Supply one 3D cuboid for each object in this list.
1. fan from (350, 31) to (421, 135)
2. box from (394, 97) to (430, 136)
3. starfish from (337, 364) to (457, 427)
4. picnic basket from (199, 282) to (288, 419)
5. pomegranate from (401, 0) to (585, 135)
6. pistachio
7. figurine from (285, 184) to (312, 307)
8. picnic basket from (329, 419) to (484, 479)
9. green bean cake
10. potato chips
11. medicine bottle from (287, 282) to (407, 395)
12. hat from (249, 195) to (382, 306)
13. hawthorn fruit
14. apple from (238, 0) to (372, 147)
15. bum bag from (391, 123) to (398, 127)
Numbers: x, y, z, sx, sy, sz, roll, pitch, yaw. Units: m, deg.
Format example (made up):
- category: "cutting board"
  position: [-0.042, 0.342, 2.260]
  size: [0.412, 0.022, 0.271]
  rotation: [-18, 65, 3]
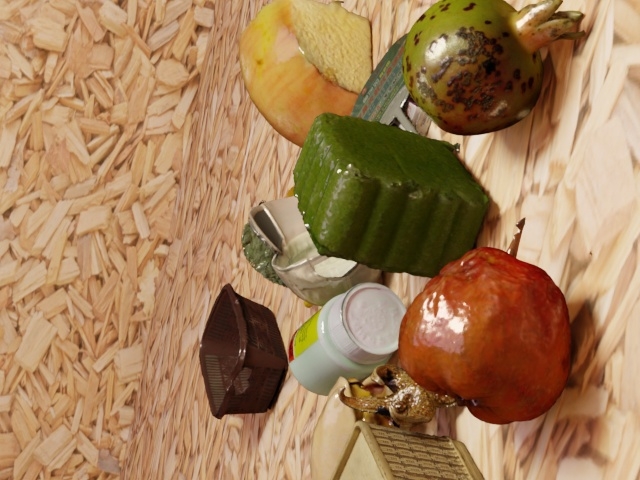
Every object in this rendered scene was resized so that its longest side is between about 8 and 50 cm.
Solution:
- category: "fan"
  position: [0.132, -0.264, 1.755]
  size: [0.294, 0.012, 0.223]
  rotation: [5, 72, 65]
- category: "box"
  position: [0.151, -0.216, 1.735]
  size: [0.117, 0.036, 0.051]
  rotation: [-129, 54, -65]
- category: "starfish"
  position: [0.122, 0.212, 1.414]
  size: [0.146, 0.189, 0.074]
  rotation: [-104, -5, -59]
- category: "picnic basket"
  position: [-0.166, 0.245, 2.225]
  size: [0.297, 0.129, 0.223]
  rotation: [-115, 42, -57]
- category: "pomegranate"
  position: [0.233, -0.240, 1.363]
  size: [0.198, 0.245, 0.198]
  rotation: [-12, -90, -80]
- category: "pistachio"
  position: [0.058, 0.305, 1.526]
  size: [0.157, 0.157, 0.230]
  rotation: [-120, 32, -61]
- category: "figurine"
  position: [0.000, 0.000, 1.934]
  size: [0.156, 0.131, 0.247]
  rotation: [82, 180, -68]
- category: "picnic basket"
  position: [0.098, 0.431, 1.346]
  size: [0.228, 0.175, 0.313]
  rotation: [-120, 48, -62]
- category: "green bean cake"
  position: [0.096, -0.067, 1.497]
  size: [0.250, 0.246, 0.156]
  rotation: [-115, 40, -59]
- category: "potato chips"
  position: [-0.068, 0.014, 1.991]
  size: [0.059, 0.228, 0.167]
  rotation: [-13, 77, 32]
- category: "medicine bottle"
  position: [0.044, 0.165, 1.676]
  size: [0.225, 0.139, 0.139]
  rotation: [134, 142, -57]
- category: "hat"
  position: [-0.001, -0.002, 1.784]
  size: [0.161, 0.231, 0.275]
  rotation: [86, 159, -45]
- category: "hawthorn fruit"
  position: [0.207, 0.086, 1.208]
  size: [0.207, 0.207, 0.243]
  rotation: [-18, 49, 68]
- category: "apple"
  position: [-0.027, -0.331, 2.091]
  size: [0.252, 0.314, 0.309]
  rotation: [-39, -2, -40]
- category: "bum bag"
  position: [0.105, -0.222, 1.858]
  size: [0.087, 0.049, 0.198]
  rotation: [-38, 38, 26]
